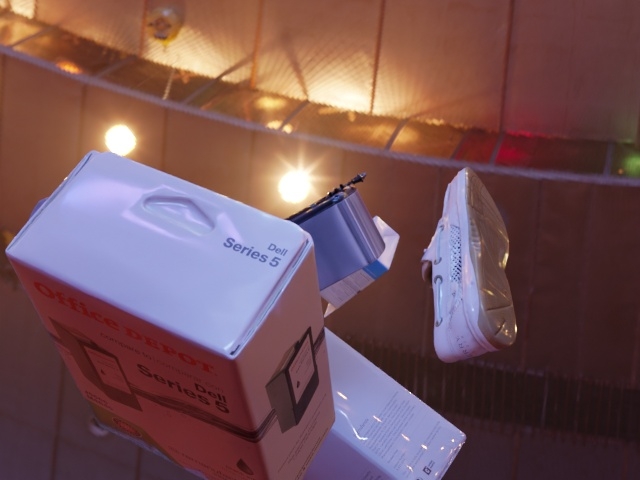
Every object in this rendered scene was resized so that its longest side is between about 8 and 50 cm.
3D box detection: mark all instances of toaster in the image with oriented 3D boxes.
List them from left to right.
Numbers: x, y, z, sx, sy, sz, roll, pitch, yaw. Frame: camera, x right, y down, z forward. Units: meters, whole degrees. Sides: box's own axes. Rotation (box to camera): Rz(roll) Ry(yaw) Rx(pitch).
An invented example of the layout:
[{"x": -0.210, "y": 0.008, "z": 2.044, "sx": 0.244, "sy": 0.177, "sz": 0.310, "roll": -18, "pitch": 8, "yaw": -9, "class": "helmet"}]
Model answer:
[{"x": 0.000, "y": 0.000, "z": 1.310, "sx": 0.185, "sy": 0.168, "sz": 0.110, "roll": -29, "pitch": -86, "yaw": 10, "class": "toaster"}]

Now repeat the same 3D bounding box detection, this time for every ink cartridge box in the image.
[{"x": -0.103, "y": 0.082, "z": 0.755, "sx": 0.198, "sy": 0.115, "sz": 0.273, "roll": 21, "pitch": -33, "yaw": 20, "class": "ink cartridge box"}, {"x": 0.052, "y": 0.049, "z": 1.688, "sx": 0.060, "sy": 0.104, "sz": 0.180, "roll": 40, "pitch": -53, "yaw": -14, "class": "ink cartridge box"}]

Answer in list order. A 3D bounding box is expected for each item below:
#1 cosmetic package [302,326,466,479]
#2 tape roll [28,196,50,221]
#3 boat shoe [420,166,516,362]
[{"x": 0.009, "y": 0.277, "z": 1.451, "sx": 0.365, "sy": 0.155, "sz": 0.197, "roll": 39, "pitch": -43, "yaw": 9, "class": "cosmetic package"}, {"x": -0.445, "y": 0.019, "z": 1.742, "sx": 0.219, "sy": 0.072, "sz": 0.219, "roll": 13, "pitch": -68, "yaw": 35, "class": "tape roll"}, {"x": 0.157, "y": 0.022, "z": 1.089, "sx": 0.096, "sy": 0.277, "sz": 0.098, "roll": -29, "pitch": -59, "yaw": 28, "class": "boat shoe"}]
